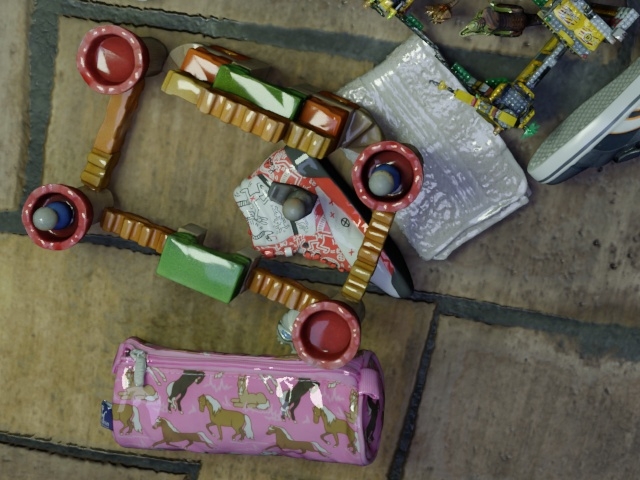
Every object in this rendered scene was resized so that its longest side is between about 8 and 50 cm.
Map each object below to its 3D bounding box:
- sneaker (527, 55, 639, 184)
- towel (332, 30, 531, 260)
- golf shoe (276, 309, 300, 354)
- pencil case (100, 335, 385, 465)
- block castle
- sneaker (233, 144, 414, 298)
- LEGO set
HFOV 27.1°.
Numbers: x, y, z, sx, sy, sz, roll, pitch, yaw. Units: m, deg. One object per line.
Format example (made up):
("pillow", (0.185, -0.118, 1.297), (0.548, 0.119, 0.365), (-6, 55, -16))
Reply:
("sneaker", (0.422, -0.160, 1.721), (0.321, 0.126, 0.127), (-42, 101, 13))
("towel", (0.142, -0.119, 1.779), (0.187, 0.049, 0.282), (-35, 108, 12))
("golf shoe", (0.024, 0.151, 1.880), (0.176, 0.069, 0.086), (38, 101, -15))
("pencil case", (-0.098, 0.218, 1.813), (0.386, 0.167, 0.160), (3, 87, 14))
("block castle", (-0.114, -0.062, 1.645), (0.453, 0.213, 0.303), (23, 103, 7))
("sneaker", (0.000, -0.001, 1.806), (0.145, 0.090, 0.270), (-35, 105, 14))
("LEGO set", (0.218, -0.285, 1.610), (0.255, 0.192, 0.331), (-40, 106, 1))
